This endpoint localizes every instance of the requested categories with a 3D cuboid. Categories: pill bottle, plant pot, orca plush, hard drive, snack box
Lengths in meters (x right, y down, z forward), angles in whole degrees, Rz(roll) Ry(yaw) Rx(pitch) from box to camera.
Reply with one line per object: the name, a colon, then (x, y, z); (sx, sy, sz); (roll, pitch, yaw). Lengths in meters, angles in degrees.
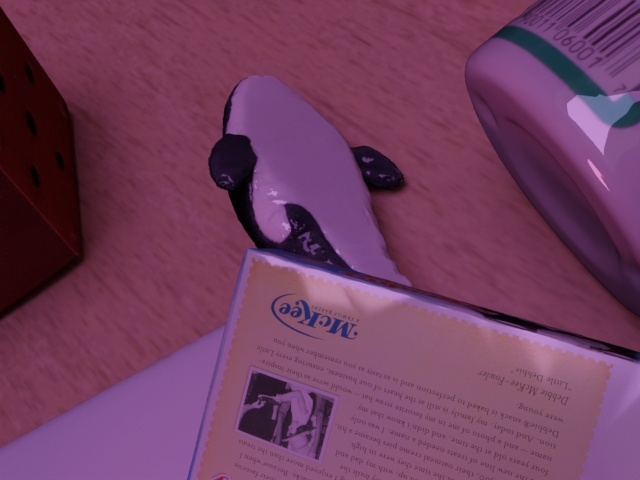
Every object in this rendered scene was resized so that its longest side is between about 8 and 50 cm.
pill bottle: (0.284, -0.131, 0.507); (0.361, 0.204, 0.204); (-36, 57, 4)
plant pot: (-0.351, -0.069, 0.739); (0.236, 0.267, 0.267); (-16, 60, 2)
orca plush: (0.000, 0.000, 0.660); (0.151, 0.102, 0.287); (-22, 58, -42)
hard drive: (-0.137, 0.203, 0.625); (0.307, 0.040, 0.203); (-29, 57, 9)
snack box: (0.087, 0.133, 0.485); (0.322, 0.060, 0.187); (16, 93, 19)
